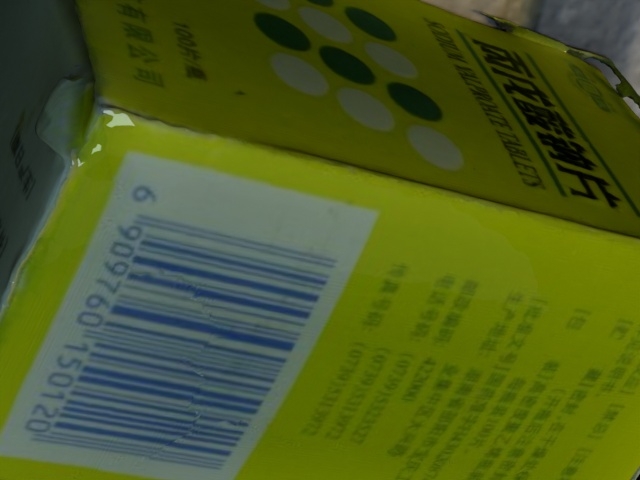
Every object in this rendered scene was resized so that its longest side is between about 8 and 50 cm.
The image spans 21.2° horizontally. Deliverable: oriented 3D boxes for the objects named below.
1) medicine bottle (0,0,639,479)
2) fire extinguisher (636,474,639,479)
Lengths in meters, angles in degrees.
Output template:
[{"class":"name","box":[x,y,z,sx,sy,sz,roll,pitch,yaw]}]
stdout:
[{"class":"medicine bottle","box":[0.000,0.000,0.558,0.250,0.137,0.141,14,118,-29]},{"class":"fire extinguisher","box":[0.195,0.096,0.754,0.267,0.072,0.089,-44,155,14]}]
